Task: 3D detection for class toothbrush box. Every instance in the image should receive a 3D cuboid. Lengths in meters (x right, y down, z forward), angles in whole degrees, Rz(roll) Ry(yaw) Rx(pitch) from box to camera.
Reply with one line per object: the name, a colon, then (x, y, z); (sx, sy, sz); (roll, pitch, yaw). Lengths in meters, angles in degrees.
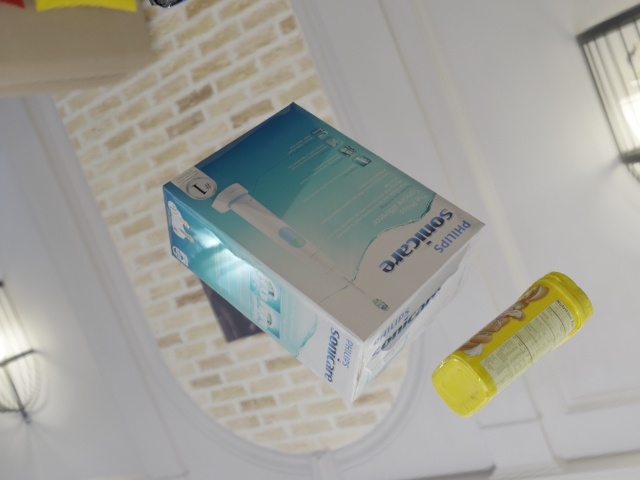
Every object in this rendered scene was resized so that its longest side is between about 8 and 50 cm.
toothbrush box: (0.000, 0.000, 0.831); (0.216, 0.295, 0.126); (-40, 152, -32)

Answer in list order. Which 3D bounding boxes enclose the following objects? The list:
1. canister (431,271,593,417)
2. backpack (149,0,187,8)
canister: (0.218, 0.122, 0.839); (0.169, 0.073, 0.126); (-33, 162, -22)
backpack: (-0.143, -0.320, 0.775); (0.114, 0.105, 0.084); (-19, -150, 16)
